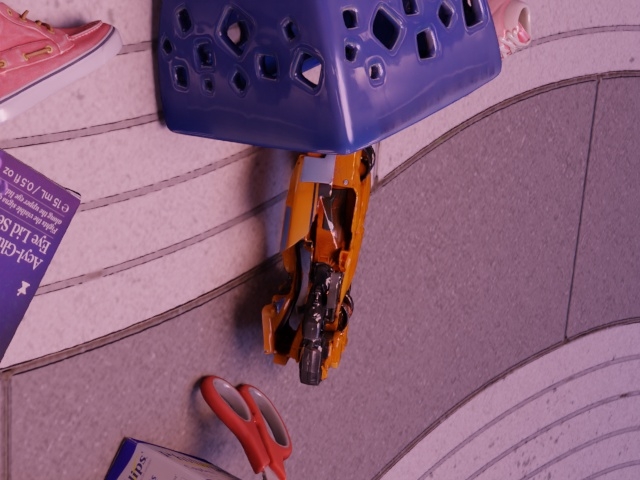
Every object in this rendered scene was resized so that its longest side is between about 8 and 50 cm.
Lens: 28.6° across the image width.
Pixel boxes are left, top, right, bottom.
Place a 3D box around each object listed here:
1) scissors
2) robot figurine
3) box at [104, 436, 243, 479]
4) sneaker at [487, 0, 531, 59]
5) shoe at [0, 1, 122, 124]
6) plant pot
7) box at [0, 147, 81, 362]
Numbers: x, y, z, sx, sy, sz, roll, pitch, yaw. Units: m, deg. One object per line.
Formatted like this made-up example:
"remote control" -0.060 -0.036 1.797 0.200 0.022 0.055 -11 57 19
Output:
"scissors" -0.039 0.231 1.202 0.021 0.297 0.109 -47 132 11
"robot figurine" 0.000 0.000 1.267 0.211 0.085 0.291 -52 151 -77
"box" -0.119 0.254 1.204 0.126 0.137 0.072 31 80 -51
"sneaker" 0.204 -0.228 1.479 0.051 0.070 0.134 33 78 -53
"shoe" -0.227 -0.155 0.979 0.178 0.063 0.081 -45 120 -47
"plant pot" -0.002 -0.219 1.104 0.236 0.236 0.212 -30 119 -41
"box" -0.299 0.018 0.919 0.153 0.108 0.207 35 75 -51
